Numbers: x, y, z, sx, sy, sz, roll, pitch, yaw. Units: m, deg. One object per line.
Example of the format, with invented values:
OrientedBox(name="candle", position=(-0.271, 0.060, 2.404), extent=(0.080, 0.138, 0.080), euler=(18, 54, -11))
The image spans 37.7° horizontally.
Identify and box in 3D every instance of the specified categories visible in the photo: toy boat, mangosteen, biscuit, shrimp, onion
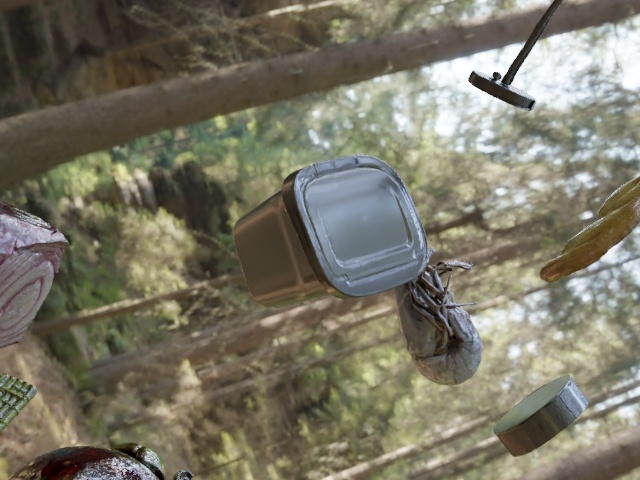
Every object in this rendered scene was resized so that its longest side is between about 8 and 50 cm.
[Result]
OrientedBox(name="toy boat", position=(-0.425, 0.221, 1.206), extent=(0.063, 0.115, 0.016), euler=(17, -47, 21))
OrientedBox(name="mangosteen", position=(-0.321, 0.424, 1.315), extent=(0.311, 0.311, 0.311), euler=(163, -90, -74))
OrientedBox(name="biscuit", position=(0.528, -0.031, 1.711), extent=(0.045, 0.299, 0.154), euler=(50, -23, -6))
OrientedBox(name="shrimp", position=(0.191, 0.088, 1.655), extent=(0.145, 0.116, 0.343), euler=(-27, -105, 34))
OrientedBox(name="onion", position=(-0.524, 0.034, 1.379), extent=(0.207, 0.216, 0.206), euler=(30, 8, 23))

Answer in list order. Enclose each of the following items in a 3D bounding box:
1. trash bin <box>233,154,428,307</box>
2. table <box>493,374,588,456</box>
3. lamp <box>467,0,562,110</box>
OrientedBox(name="trash bin", position=(0.000, 0.000, 1.503), extent=(0.250, 0.220, 0.219), euler=(-23, -98, 53))
OrientedBox(name="table", position=(0.308, 0.245, 1.309), extent=(0.043, 0.133, 0.133), euler=(52, -19, 5))
OrientedBox(name="lamp", position=(0.382, -0.360, 1.470), extent=(0.130, 0.371, 0.108), euler=(35, -1, 27))
